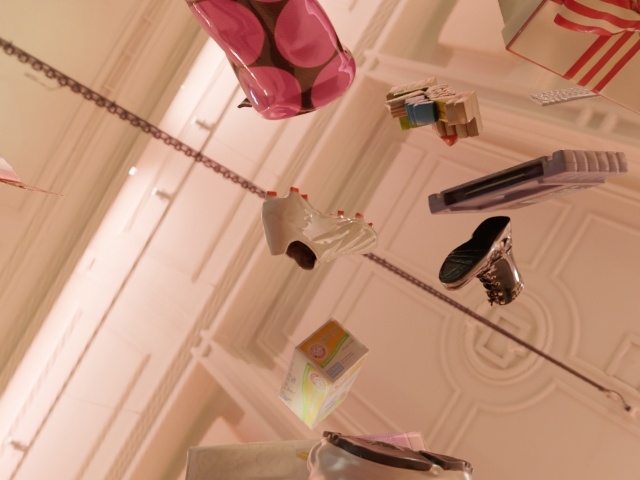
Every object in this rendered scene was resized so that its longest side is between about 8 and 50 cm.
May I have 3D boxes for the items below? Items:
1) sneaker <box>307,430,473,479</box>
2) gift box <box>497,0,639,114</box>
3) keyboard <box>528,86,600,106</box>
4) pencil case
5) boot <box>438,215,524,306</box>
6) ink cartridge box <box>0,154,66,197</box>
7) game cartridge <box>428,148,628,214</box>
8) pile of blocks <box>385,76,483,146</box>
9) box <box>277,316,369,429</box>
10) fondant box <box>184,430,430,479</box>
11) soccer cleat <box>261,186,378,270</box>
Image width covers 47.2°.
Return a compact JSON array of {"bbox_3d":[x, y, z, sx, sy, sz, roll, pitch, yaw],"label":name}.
[{"bbox_3d":[0.032,0.188,0.438,0.100,0.271,0.108,10,-112,13],"label":"sneaker"},{"bbox_3d":[0.375,-0.345,0.905,0.276,0.255,0.258,120,-20,-45],"label":"gift box"},{"bbox_3d":[0.523,-0.281,1.365,0.256,0.014,0.072,-10,-160,-3],"label":"keyboard"},{"bbox_3d":[-0.058,-0.175,0.472,0.095,0.209,0.098,-21,-136,14],"label":"pencil case"},{"bbox_3d":[0.349,0.078,1.541,0.085,0.178,0.236,6,-142,45],"label":"boot"},{"bbox_3d":[-0.502,-0.121,1.082,0.181,0.225,0.056,-163,-93,-86],"label":"ink cartridge box"},{"bbox_3d":[0.432,-0.114,1.547,0.355,0.230,0.068,-19,-106,51],"label":"game cartridge"},{"bbox_3d":[0.232,-0.259,1.560,0.149,0.112,0.362,-19,-160,-3],"label":"pile of blocks"},{"bbox_3d":[0.002,0.267,1.459,0.103,0.114,0.203,40,-39,18],"label":"box"},{"bbox_3d":[-0.006,0.363,0.742,0.096,0.238,0.330,-106,-165,-67],"label":"fondant box"},{"bbox_3d":[0.000,0.000,0.811,0.068,0.196,0.076,-9,-106,33],"label":"soccer cleat"}]
